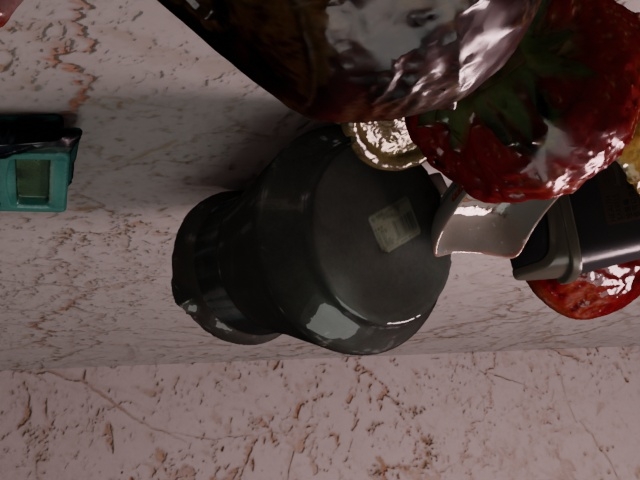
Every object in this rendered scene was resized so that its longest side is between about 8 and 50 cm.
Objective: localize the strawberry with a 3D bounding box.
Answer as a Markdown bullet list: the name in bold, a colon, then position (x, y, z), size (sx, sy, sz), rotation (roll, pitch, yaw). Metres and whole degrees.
- **strawberry**: position (0.216, -0.161, 1.191), size (0.257, 0.257, 0.277), rotation (-19, 169, 37)

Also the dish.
- **dish**: position (0.234, -0.070, 1.513), size (0.151, 0.077, 0.212), rotation (3, 139, -32)

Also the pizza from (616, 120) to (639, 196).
- **pizza**: position (0.494, -0.128, 1.518), size (0.365, 0.182, 0.074), rotation (-8, -156, -11)

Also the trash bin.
- **trash bin**: position (0.394, -0.057, 1.655), size (0.290, 0.209, 0.182), rotation (-11, 169, 0)

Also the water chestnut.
- **water chestnut**: position (0.017, -0.261, 0.798), size (0.302, 0.350, 0.350), rotation (-45, 174, -19)

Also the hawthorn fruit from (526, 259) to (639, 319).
- **hawthorn fruit**: position (0.434, -0.007, 1.862), size (0.230, 0.210, 0.266), rotation (13, 145, -14)

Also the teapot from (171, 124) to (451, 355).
- **teapot**: position (0.000, 0.000, 1.661), size (0.376, 0.305, 0.361), rotation (-29, -170, -37)

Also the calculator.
- **calculator**: position (-0.449, -0.092, 1.519), size (0.274, 0.058, 0.248), rotation (0, 162, -14)

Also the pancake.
- **pancake**: position (0.111, -0.160, 1.371), size (0.199, 0.021, 0.199), rotation (-16, 136, -16)

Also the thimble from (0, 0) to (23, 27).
- **thimble**: position (-0.329, -0.225, 0.932), size (0.189, 0.163, 0.125), rotation (10, 159, -41)
